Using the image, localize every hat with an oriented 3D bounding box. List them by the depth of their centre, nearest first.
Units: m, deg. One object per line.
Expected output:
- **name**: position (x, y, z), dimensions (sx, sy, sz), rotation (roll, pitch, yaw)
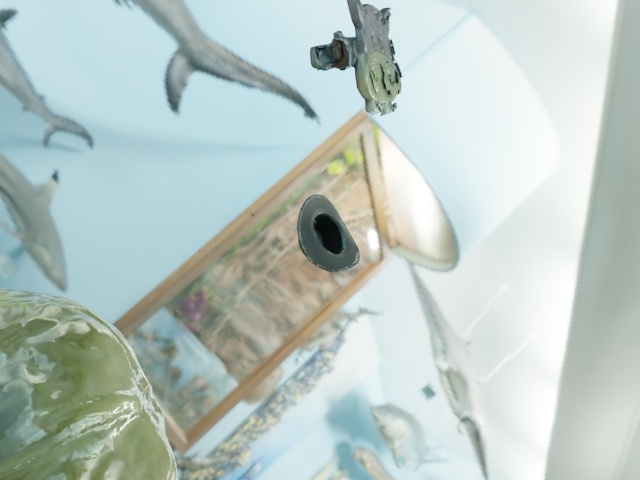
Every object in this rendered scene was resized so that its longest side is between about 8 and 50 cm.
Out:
- **hat**: position (0.000, 0.000, 1.260), dimensions (0.050, 0.121, 0.121), rotation (-35, -81, 36)

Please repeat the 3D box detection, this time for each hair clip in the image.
- **hair clip**: position (0.057, -0.229, 1.177), dimensions (0.056, 0.187, 0.146), rotation (-6, -87, 33)

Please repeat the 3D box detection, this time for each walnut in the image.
- **walnut**: position (-0.259, 0.188, 0.782), dimensions (0.282, 0.276, 0.253), rotation (59, 1, -22)
